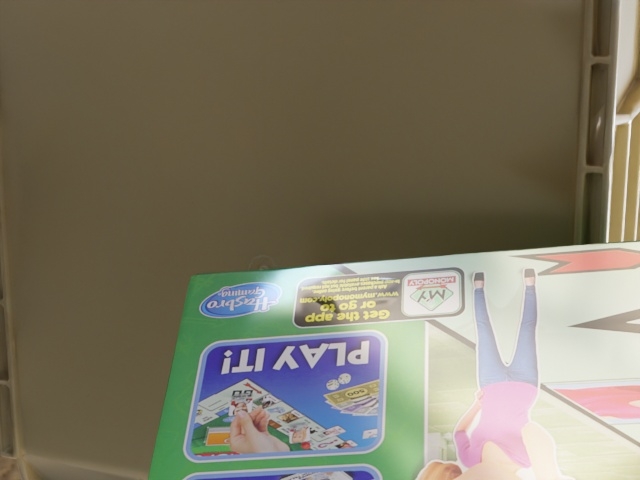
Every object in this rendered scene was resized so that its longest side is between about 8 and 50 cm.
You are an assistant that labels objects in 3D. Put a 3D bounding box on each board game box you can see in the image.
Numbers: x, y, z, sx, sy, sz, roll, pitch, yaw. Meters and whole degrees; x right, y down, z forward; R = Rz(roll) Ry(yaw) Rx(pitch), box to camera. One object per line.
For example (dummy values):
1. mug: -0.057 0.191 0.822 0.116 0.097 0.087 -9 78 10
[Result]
1. board game box: 0.106 0.088 0.296 0.214 0.317 0.046 -84 -15 -46

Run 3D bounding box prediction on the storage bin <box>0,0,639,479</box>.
1. storage bin: 0.000 0.000 0.489 0.123 0.262 0.260 -32 -56 -65
